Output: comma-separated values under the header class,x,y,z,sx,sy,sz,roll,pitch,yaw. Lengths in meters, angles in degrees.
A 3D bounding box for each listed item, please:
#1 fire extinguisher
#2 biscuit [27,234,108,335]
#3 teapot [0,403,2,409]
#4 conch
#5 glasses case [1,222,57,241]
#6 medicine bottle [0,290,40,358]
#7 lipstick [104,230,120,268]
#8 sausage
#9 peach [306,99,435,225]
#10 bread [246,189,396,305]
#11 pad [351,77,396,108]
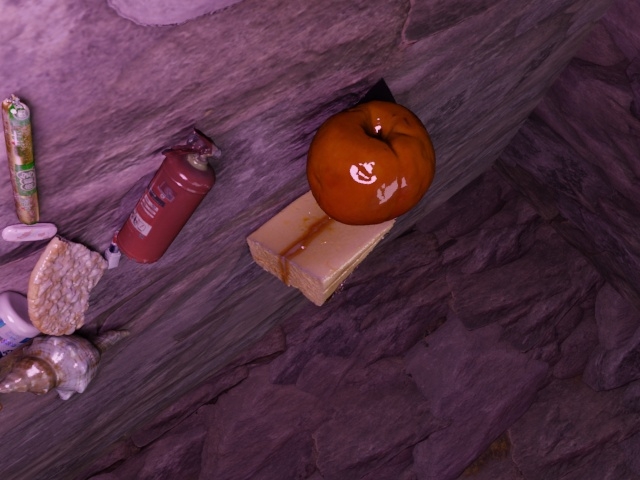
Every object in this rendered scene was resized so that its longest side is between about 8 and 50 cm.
class,x,y,z,sx,sy,sz,roll,pitch,yaw
fire extinguisher,-0.302,-0.091,0.798,0.337,0.106,0.147,-47,174,26
biscuit,-0.518,0.091,0.833,0.188,0.040,0.266,-61,170,-56
teapot,-0.880,0.433,1.033,0.098,0.078,0.129,-36,164,-9
conch,-0.671,0.336,1.085,0.203,0.170,0.386,-15,166,13
glasses case,-0.511,-0.015,0.713,0.032,0.021,0.083,-48,161,23
medicine bottle,-0.666,0.193,0.791,0.191,0.107,0.107,-35,164,-12
lipstick,-0.463,0.019,0.907,0.025,0.025,0.107,-19,150,-49
sausage,-0.442,-0.105,0.599,0.032,0.033,0.269,-24,159,-42
peach,0.133,-0.194,1.089,0.342,0.343,0.302,-31,149,-25
bread,0.000,0.000,1.366,0.405,0.345,0.242,-43,158,-11
pad,0.152,-0.376,1.204,0.163,0.004,0.243,-43,164,14
